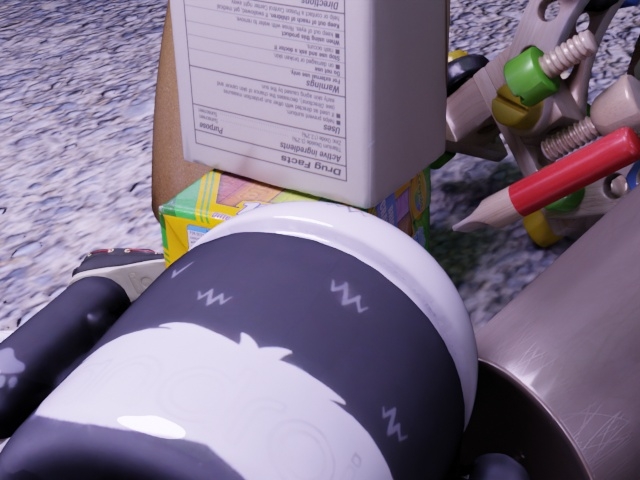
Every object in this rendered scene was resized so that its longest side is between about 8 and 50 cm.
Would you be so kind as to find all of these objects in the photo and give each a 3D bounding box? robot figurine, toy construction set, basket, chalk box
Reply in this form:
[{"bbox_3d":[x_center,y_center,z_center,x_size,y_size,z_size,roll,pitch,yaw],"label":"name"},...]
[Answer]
[{"bbox_3d":[-0.032,0.099,0.475,0.173,0.209,0.278,-25,17,35],"label":"robot figurine"},{"bbox_3d":[0.169,-0.075,0.848,0.237,0.257,0.309,-29,3,33],"label":"toy construction set"},{"bbox_3d":[0.189,0.068,0.602,0.227,0.204,0.154,-27,-7,-25],"label":"basket"},{"bbox_3d":[0.000,0.000,0.776,0.132,0.132,0.213,11,31,24],"label":"chalk box"}]

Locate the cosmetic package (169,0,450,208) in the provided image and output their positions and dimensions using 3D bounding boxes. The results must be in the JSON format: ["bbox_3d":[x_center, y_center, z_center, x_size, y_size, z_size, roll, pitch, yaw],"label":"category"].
[{"bbox_3d":[-0.007,-0.193,0.676,0.160,0.309,0.113,17,34,29],"label":"cosmetic package"}]

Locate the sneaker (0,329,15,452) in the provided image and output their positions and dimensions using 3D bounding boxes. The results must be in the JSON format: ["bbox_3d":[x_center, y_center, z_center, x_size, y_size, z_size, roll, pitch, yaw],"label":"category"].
[{"bbox_3d":[-0.153,0.094,0.692,0.232,0.090,0.115,-9,-6,16],"label":"sneaker"}]

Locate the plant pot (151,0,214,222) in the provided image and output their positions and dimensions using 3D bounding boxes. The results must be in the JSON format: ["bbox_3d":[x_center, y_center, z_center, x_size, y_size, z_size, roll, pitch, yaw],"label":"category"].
[{"bbox_3d":[-0.048,-0.155,0.946,0.237,0.254,0.237,-3,29,2],"label":"plant pot"}]

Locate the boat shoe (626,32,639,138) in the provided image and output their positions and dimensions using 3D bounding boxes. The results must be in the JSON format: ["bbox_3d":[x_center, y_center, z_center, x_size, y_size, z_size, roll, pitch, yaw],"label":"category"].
[{"bbox_3d":[0.323,-0.156,0.979,0.072,0.190,0.068,22,60,18],"label":"boat shoe"}]

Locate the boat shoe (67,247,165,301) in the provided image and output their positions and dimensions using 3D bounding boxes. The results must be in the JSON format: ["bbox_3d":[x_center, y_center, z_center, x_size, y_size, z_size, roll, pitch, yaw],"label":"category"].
[{"bbox_3d":[-0.129,0.026,0.831,0.133,0.049,0.042,-3,36,10],"label":"boat shoe"}]
